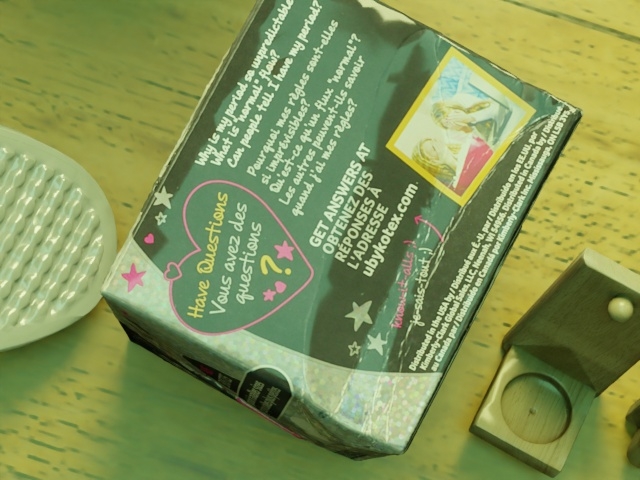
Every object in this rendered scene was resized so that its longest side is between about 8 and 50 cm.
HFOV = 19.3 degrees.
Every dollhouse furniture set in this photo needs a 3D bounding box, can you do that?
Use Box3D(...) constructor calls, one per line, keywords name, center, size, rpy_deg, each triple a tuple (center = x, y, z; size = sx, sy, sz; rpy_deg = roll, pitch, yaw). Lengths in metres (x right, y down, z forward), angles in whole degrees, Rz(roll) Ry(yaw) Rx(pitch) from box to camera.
Box3D(name="dollhouse furniture set", center=(0.139, 0.119, 0.880), size=(0.144, 0.123, 0.151), rpy_deg=(29, 64, -1))

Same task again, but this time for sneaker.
Box3D(name="sneaker", center=(-0.265, -0.002, 0.900), size=(0.321, 0.127, 0.126), rpy_deg=(0, 89, -28))

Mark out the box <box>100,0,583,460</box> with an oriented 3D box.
Box3D(name="box", center=(0.000, 0.000, 0.844), size=(0.142, 0.247, 0.163), rpy_deg=(28, 82, 2))
